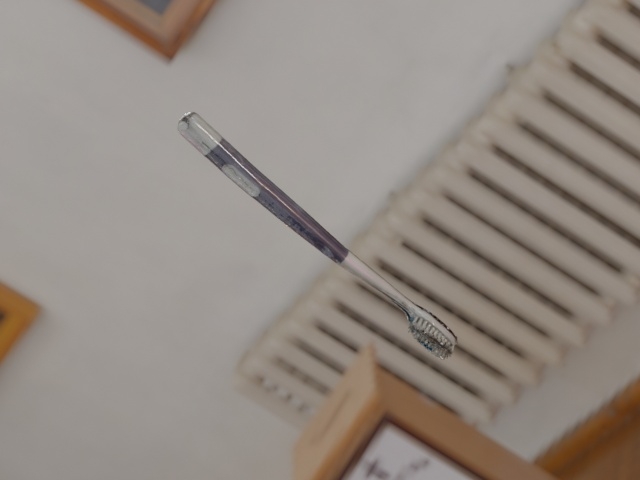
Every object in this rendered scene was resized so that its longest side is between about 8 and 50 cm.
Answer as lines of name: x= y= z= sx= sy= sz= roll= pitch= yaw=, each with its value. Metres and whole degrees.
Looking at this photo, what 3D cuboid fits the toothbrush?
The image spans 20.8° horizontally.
toothbrush: x=0.000 y=0.000 z=1.321 sx=0.024 sy=0.288 sz=0.026 roll=-35 pitch=24 yaw=32
